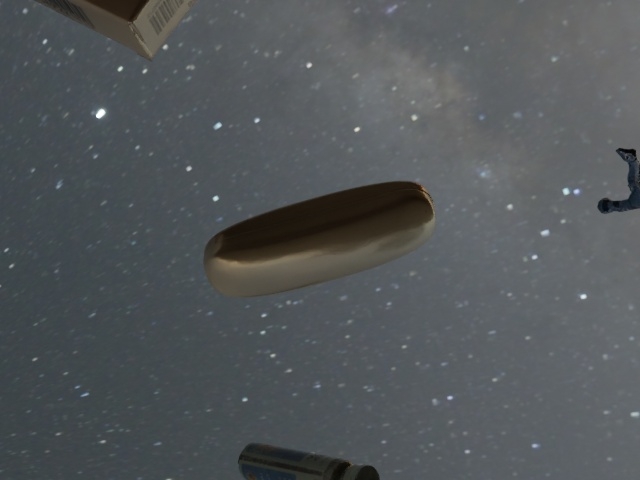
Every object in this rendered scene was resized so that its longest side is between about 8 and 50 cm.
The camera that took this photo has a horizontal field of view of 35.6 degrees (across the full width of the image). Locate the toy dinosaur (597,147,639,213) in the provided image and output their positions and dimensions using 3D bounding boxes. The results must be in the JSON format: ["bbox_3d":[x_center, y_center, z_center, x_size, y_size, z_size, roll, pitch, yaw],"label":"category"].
[{"bbox_3d":[0.485,-0.061,1.375,0.329,0.144,0.076,22,-104,-25],"label":"toy dinosaur"}]

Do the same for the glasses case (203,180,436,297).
[{"bbox_3d":[0.000,0.000,0.855,0.204,0.081,0.051,-15,-129,-1],"label":"glasses case"}]

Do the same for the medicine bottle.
[{"bbox_3d":[-0.017,0.277,1.186,0.051,0.191,0.051,-1,-88,-48],"label":"medicine bottle"}]

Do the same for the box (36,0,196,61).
[{"bbox_3d":[-0.131,-0.344,0.868,0.214,0.069,0.353,29,-105,22],"label":"box"}]
